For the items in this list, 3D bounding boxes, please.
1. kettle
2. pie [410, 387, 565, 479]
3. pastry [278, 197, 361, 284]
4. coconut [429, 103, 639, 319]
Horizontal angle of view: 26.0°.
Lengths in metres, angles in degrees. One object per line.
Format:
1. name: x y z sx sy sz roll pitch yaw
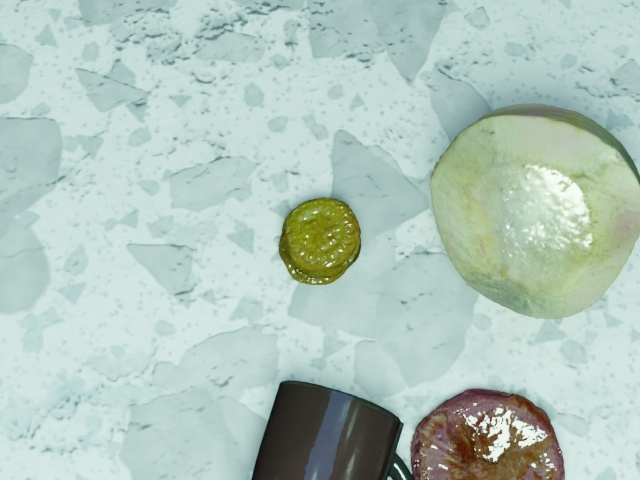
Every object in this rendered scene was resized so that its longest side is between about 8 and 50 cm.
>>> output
1. kettle: 0.008 0.295 1.530 0.202 0.144 0.232 22 75 -11
2. pie: 0.193 0.257 1.590 0.182 0.049 0.182 -1 69 2
3. pastry: 0.000 0.000 1.675 0.097 0.057 0.109 33 70 11
4. coconut: 0.254 -0.042 1.615 0.259 0.259 0.259 1 69 -2
